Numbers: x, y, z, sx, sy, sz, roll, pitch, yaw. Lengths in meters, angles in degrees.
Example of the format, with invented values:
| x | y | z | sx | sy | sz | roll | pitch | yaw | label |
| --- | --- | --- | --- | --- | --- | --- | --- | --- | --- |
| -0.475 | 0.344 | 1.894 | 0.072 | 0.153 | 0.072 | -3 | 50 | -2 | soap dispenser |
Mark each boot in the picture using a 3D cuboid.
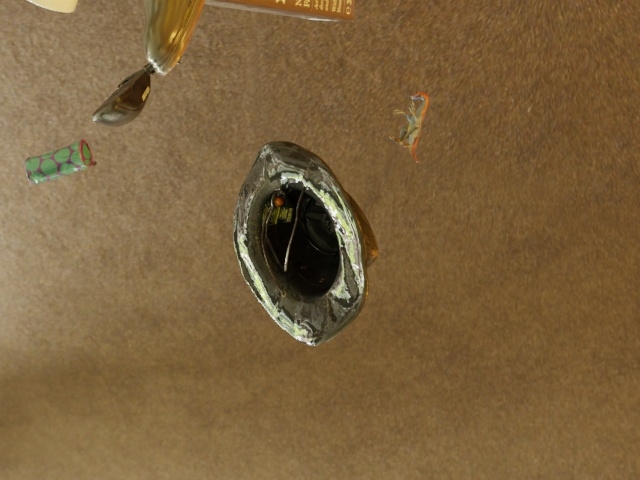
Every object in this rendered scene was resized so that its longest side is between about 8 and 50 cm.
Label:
| x | y | z | sx | sy | sz | roll | pitch | yaw | label |
| --- | --- | --- | --- | --- | --- | --- | --- | --- | --- |
| -0.162 | -0.256 | 0.653 | 0.106 | 0.219 | 0.082 | 20 | 149 | -36 | boot |

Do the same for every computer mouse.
| x | y | z | sx | sy | sz | roll | pitch | yaw | label |
| --- | --- | --- | --- | --- | --- | --- | --- | --- | --- |
| -0.355 | -0.310 | 1.479 | 0.184 | 0.262 | 0.060 | -29 | 115 | 16 | computer mouse |

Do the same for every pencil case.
| x | y | z | sx | sy | sz | roll | pitch | yaw | label |
| --- | --- | --- | --- | --- | --- | --- | --- | --- | --- |
| -0.584 | -0.175 | 1.625 | 0.152 | 0.070 | 0.064 | -15 | 119 | 12 | pencil case |

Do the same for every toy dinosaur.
| x | y | z | sx | sy | sz | roll | pitch | yaw | label |
| --- | --- | --- | --- | --- | --- | --- | --- | --- | --- |
| 0.139 | -0.177 | 1.085 | 0.082 | 0.047 | 0.090 | -49 | 131 | -1 | toy dinosaur |

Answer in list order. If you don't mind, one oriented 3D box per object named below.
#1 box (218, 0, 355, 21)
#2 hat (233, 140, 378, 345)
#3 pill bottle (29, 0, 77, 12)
| x | y | z | sx | sy | sz | roll | pitch | yaw | label |
| --- | --- | --- | --- | --- | --- | --- | --- | --- | --- |
| -0.117 | -0.447 | 1.087 | 0.143 | 0.381 | 0.191 | 22 | 112 | 47 | box |
| 0.000 | 0.000 | 1.141 | 0.331 | 0.134 | 0.331 | 11 | 104 | 50 | hat |
| -0.611 | -0.698 | 1.705 | 0.160 | 0.160 | 0.283 | 28 | 115 | 4 | pill bottle |
